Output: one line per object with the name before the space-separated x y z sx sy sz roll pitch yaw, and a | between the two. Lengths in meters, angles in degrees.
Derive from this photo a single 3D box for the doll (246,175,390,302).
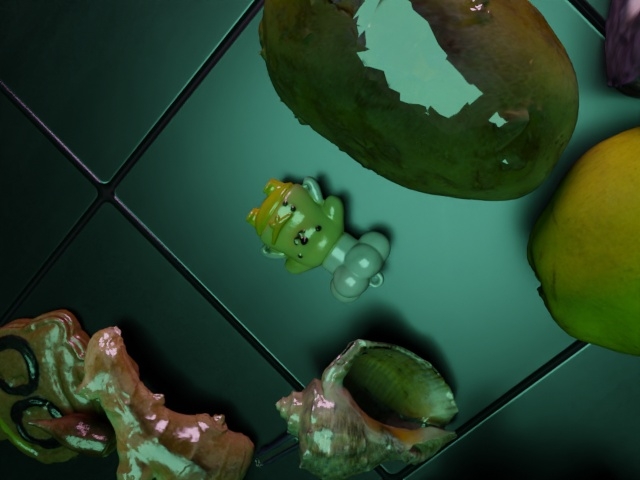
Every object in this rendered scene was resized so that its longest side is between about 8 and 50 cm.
doll | 0.000 0.000 0.590 0.163 0.062 0.106 34 112 3

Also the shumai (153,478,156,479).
shumai | -0.223 0.351 0.713 0.123 0.105 0.139 41 83 5

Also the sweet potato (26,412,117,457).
sweet potato | -0.312 0.244 0.689 0.117 0.049 0.049 15 106 -4

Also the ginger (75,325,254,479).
ginger | -0.181 0.252 0.664 0.148 0.081 0.333 -39 94 -6

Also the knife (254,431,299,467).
knife | -0.033 0.252 0.679 0.121 0.018 0.031 -35 91 20

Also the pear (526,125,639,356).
pear | 0.309 0.002 0.442 0.269 0.212 0.212 -19 98 30

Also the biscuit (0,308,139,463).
biscuit | -0.374 0.206 0.736 0.291 0.041 0.208 -16 99 16

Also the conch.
conch | 0.056 0.181 0.583 0.207 0.130 0.155 11 118 -4

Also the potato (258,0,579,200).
potato | 0.081 -0.155 0.478 0.307 0.173 0.210 40 106 5

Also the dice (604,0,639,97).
dice | 0.332 -0.196 0.404 0.183 0.181 0.182 5 104 14
